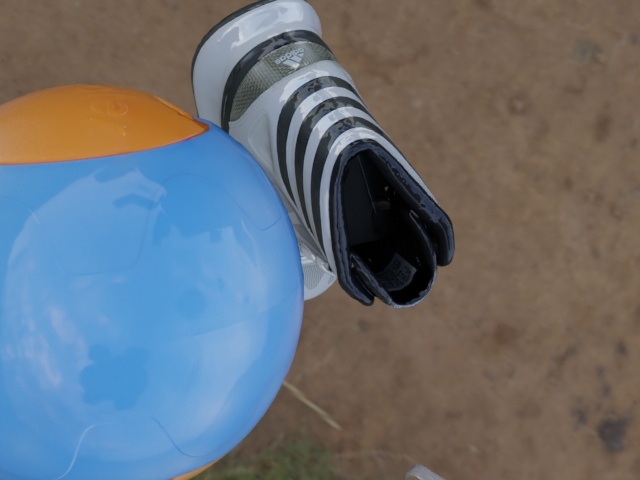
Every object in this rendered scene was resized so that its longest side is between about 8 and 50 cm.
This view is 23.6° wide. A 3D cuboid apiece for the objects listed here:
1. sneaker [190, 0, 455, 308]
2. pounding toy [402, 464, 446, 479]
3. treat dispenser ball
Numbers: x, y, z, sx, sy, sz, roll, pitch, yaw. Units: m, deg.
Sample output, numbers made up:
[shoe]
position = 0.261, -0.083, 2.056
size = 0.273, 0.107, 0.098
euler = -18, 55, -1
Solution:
[sneaker]
position = -0.001, 0.000, 1.441
size = 0.169, 0.257, 0.447
euler = -27, 153, -11
[pounding toy]
position = 0.144, 0.273, 1.116
size = 0.155, 0.269, 0.154
euler = -42, 145, -42
[treat dispenser ball]
position = -0.155, 0.037, 1.058
size = 0.288, 0.288, 0.288
euler = -15, 117, -32
